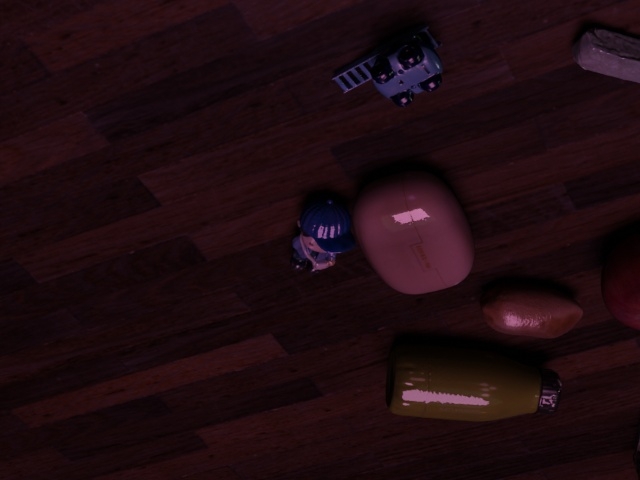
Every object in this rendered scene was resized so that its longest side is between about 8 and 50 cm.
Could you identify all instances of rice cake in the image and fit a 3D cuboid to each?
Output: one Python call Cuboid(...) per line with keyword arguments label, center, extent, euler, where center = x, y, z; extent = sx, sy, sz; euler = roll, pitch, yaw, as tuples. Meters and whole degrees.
Cuboid(label="rice cake", center=(0.409, -0.199, 1.308), extent=(0.245, 0.042, 0.045), euler=(12, 149, -13))

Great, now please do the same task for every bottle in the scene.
Cuboid(label="bottle", center=(0.235, 0.222, 1.725), extent=(0.260, 0.112, 0.112), euler=(6, 138, -5))

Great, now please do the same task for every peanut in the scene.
Cuboid(label="peanut", center=(0.304, 0.101, 1.623), extent=(0.152, 0.076, 0.076), euler=(8, 138, -4))

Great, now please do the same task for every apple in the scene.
Cuboid(label="apple", center=(0.456, 0.054, 1.532), extent=(0.154, 0.120, 0.153), euler=(1, 144, 1))

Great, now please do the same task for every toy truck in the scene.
Cuboid(label="toy truck", center=(0.076, -0.192, 1.298), extent=(0.136, 0.074, 0.063), euler=(-24, 132, 24))

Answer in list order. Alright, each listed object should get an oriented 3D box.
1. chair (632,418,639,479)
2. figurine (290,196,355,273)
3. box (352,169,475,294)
Cuboid(label="chair", center=(0.610, 0.407, 1.907), extent=(0.147, 0.136, 0.270), euler=(-3, 139, 6))
Cuboid(label="figurine", center=(0.001, -0.008, 1.521), extent=(0.077, 0.079, 0.136), euler=(13, 160, -12))
Cuboid(label="box", center=(0.125, -0.008, 1.489), extent=(0.146, 0.088, 0.200), euler=(-16, 136, 17))
